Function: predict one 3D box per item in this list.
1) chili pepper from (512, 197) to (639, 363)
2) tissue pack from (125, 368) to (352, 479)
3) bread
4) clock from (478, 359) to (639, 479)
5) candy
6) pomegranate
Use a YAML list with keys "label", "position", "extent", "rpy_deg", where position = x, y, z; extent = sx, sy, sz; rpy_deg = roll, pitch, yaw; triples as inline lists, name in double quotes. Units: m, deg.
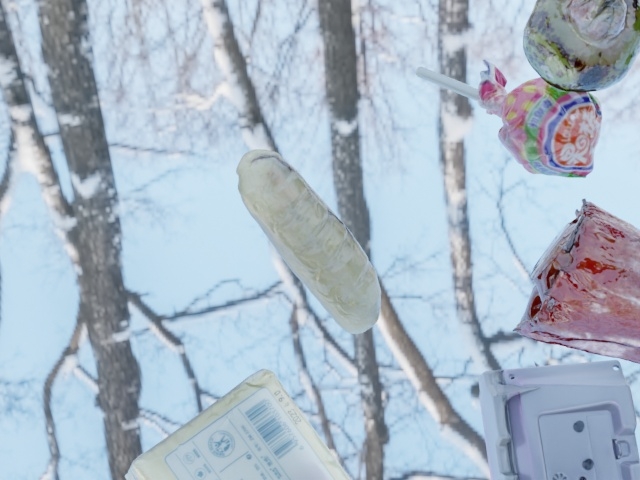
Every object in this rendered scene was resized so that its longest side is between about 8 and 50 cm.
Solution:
- label: "chili pepper"
  position: [0.302, 0.069, 0.981]
  extent: [0.253, 0.144, 0.136]
  rpy_deg: [22, -157, -2]
- label: "tissue pack"
  position: [-0.051, 0.233, 0.954]
  extent: [0.148, 0.092, 0.196]
  rpy_deg: [-34, -100, -22]
- label: "bread"
  position: [-0.001, 0.000, 1.027]
  extent: [0.053, 0.214, 0.073]
  rpy_deg: [-16, -147, 38]
- label: "clock"
  position: [0.311, 0.274, 1.427]
  extent: [0.186, 0.083, 0.253]
  rpy_deg: [-5, -110, -3]
- label: "candy"
  position: [0.217, -0.174, 1.401]
  extent: [0.124, 0.124, 0.365]
  rpy_deg: [-18, -154, -18]
- label: "pomegranate"
  position: [0.277, -0.232, 1.173]
  extent: [0.138, 0.163, 0.125]
  rpy_deg: [-48, -119, -2]
